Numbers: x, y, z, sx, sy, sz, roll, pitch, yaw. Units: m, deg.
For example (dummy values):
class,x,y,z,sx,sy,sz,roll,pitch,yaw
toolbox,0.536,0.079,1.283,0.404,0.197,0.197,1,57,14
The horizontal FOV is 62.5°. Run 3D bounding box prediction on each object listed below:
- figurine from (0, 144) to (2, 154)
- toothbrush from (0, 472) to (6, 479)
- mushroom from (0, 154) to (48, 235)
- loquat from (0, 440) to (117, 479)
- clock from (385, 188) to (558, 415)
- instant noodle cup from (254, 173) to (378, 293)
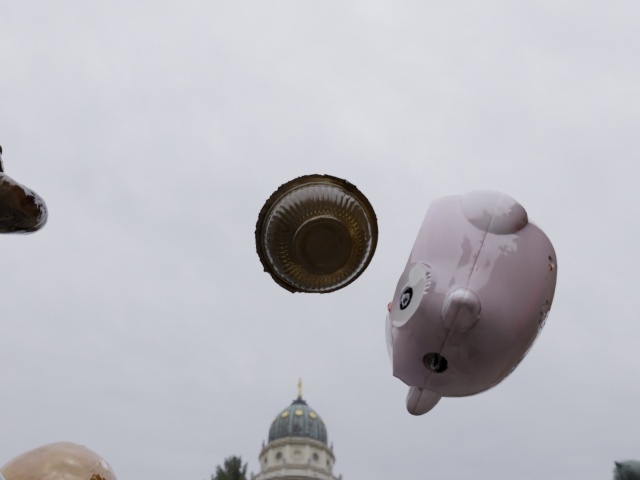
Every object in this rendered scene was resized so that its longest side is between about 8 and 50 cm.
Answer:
class,x,y,z,sx,sy,sz,roll,pitch,yaw
figurine,-0.678,-0.079,0.905,0.173,0.247,0.177,-6,-67,37
toothbrush,-0.491,0.311,0.764,0.026,0.288,0.024,-41,-14,-4
mushroom,-0.442,-0.063,0.706,0.135,0.080,0.170,12,-37,8
loquat,-0.606,0.626,1.187,0.329,0.328,0.328,0,-48,0
clock,0.261,0.106,0.931,0.251,0.376,0.368,21,-56,12
instant noodle cup,0.000,0.000,1.090,0.274,0.091,0.273,-2,-75,-9
